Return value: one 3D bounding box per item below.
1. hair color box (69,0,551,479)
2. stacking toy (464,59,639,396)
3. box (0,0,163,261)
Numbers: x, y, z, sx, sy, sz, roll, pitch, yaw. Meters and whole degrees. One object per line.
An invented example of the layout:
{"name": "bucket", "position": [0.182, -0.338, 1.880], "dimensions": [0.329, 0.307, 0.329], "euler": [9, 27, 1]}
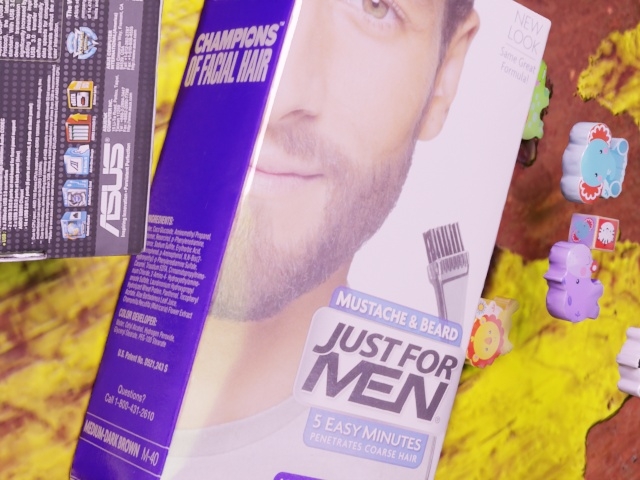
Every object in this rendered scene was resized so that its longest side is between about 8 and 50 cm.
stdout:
{"name": "hair color box", "position": [0.000, 0.000, 0.682], "dimensions": [0.185, 0.110, 0.338], "euler": [19, 82, -35]}
{"name": "stacking toy", "position": [0.169, -0.013, 0.765], "dimensions": [0.052, 0.167, 0.221], "euler": [9, 90, -36]}
{"name": "box", "position": [-0.176, -0.124, 0.505], "dimensions": [0.216, 0.060, 0.270], "euler": [-3, 107, -29]}
